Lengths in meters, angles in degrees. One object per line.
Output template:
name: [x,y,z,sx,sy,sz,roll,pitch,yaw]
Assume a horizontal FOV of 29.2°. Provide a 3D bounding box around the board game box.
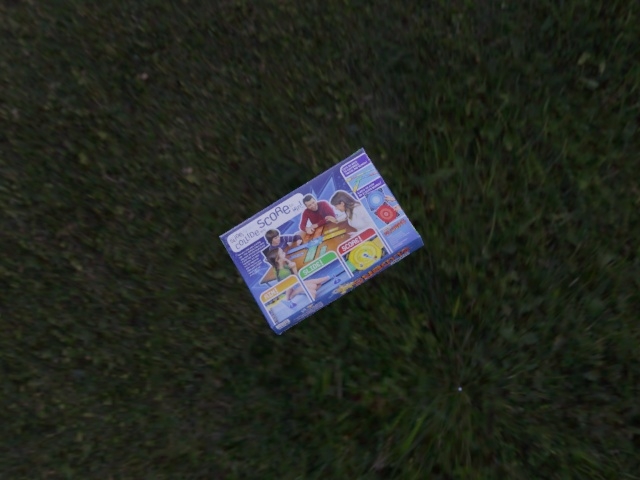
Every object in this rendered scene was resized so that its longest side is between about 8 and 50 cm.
board game box: [0.000,0.000,1.439,0.201,0.035,0.136,-31,67,1]
